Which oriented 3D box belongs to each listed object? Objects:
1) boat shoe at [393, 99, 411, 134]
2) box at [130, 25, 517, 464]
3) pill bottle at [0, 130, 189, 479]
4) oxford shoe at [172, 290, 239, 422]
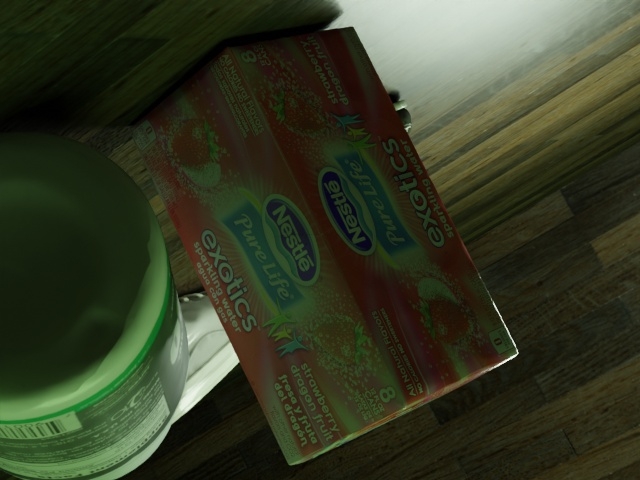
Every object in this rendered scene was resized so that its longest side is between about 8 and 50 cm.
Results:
[{"bbox_3d":[0.048,-0.081,1.613,0.081,0.069,0.228,-24,171,-27],"label":"boat shoe"},{"bbox_3d":[0.000,0.000,1.165,0.154,0.300,0.142,-17,168,-46],"label":"box"},{"bbox_3d":[-0.207,0.075,1.151,0.204,0.204,0.361,-26,164,-10],"label":"pill bottle"},{"bbox_3d":[-0.168,0.126,2.016,0.169,0.130,0.449,-40,-179,29],"label":"oxford shoe"}]
